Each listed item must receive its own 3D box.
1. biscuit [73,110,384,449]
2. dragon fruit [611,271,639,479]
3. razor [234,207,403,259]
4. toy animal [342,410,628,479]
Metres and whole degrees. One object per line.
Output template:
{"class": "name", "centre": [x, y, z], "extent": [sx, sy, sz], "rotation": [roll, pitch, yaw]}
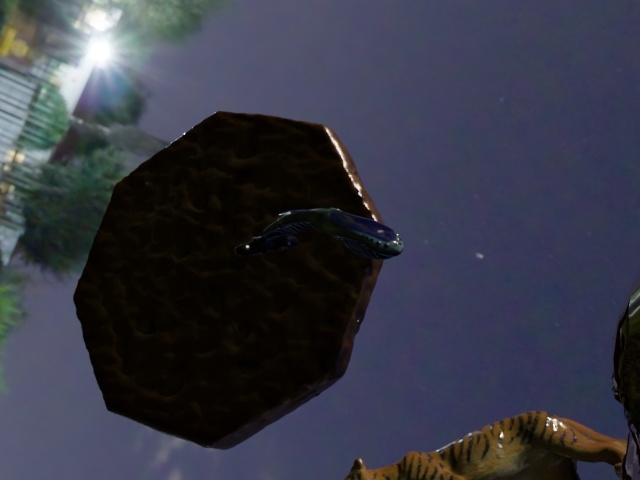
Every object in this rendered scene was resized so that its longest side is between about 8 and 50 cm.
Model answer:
{"class": "biscuit", "centre": [-0.097, 0.032, 0.996], "extent": [0.359, 0.046, 0.359], "rotation": [-11, -115, 25]}
{"class": "dragon fruit", "centre": [0.250, 0.088, 0.330], "extent": [0.295, 0.302, 0.295], "rotation": [-17, -160, 7]}
{"class": "razor", "centre": [-0.001, -0.004, 0.565], "extent": [0.154, 0.044, 0.028], "rotation": [1, -79, 61]}
{"class": "toy animal", "centre": [0.116, 0.162, 0.675], "extent": [0.241, 0.057, 0.099], "rotation": [-22, -151, 2]}
